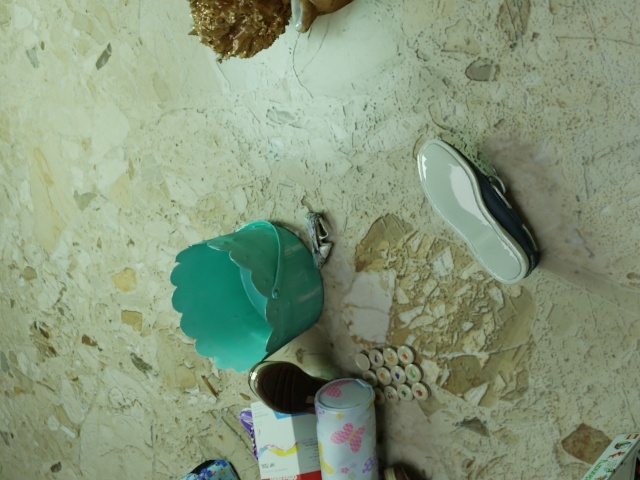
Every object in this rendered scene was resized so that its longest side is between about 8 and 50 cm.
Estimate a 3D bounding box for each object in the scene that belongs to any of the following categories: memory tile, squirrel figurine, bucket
[{"bbox_3d":[0.134,0.254,1.548,0.148,0.012,0.113,-17,95,46],"label":"memory tile"},{"bbox_3d":[-0.086,-0.473,1.311,0.370,0.281,0.397,43,146,8],"label":"squirrel figurine"},{"bbox_3d":[-0.142,0.103,1.617,0.281,0.183,0.281,18,119,36],"label":"bucket"}]

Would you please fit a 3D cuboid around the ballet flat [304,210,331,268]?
[{"bbox_3d":[0.000,0.000,1.546,0.041,0.041,0.114,1,109,42],"label":"ballet flat"}]

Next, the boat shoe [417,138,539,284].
[{"bbox_3d":[0.247,-0.053,1.265,0.254,0.079,0.095,52,132,10],"label":"boat shoe"}]

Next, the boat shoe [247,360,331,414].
[{"bbox_3d":[-0.063,0.287,1.589,0.095,0.257,0.095,13,77,43],"label":"boat shoe"}]

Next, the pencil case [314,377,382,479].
[{"bbox_3d":[0.059,0.404,1.591,0.113,0.124,0.273,-130,30,-64],"label":"pencil case"}]

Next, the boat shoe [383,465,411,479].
[{"bbox_3d":[0.231,0.567,1.530,0.123,0.123,0.342,81,163,-57],"label":"boat shoe"}]

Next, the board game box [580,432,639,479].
[{"bbox_3d":[0.472,0.463,1.197,0.053,0.193,0.305,-19,94,45],"label":"board game box"}]

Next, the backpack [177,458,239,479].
[{"bbox_3d":[-0.283,0.629,1.977,0.117,0.173,0.158,-29,86,45],"label":"backpack"}]

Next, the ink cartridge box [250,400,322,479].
[{"bbox_3d":[-0.063,0.442,1.713,0.134,0.078,0.231,-25,70,45],"label":"ink cartridge box"}]

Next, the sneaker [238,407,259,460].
[{"bbox_3d":[-0.130,0.449,1.833,0.170,0.071,0.068,50,134,16],"label":"sneaker"}]
